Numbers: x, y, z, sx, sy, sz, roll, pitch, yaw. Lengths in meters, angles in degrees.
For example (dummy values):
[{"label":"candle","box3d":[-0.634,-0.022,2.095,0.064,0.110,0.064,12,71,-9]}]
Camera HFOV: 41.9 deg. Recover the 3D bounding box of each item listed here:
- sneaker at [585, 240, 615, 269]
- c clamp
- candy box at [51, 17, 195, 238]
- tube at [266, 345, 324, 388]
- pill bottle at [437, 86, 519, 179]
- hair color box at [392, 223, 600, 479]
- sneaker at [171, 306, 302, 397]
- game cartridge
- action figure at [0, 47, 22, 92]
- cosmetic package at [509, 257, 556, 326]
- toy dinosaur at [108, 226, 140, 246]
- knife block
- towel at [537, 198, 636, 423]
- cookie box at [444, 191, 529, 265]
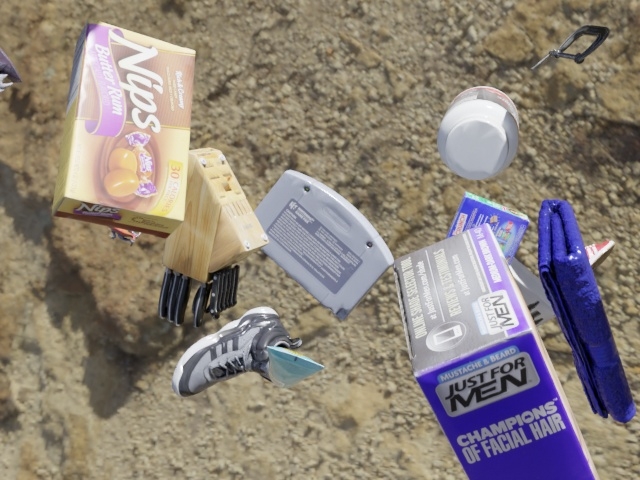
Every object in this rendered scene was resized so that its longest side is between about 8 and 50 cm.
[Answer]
[{"label":"sneaker","box3d":[0.461,0.024,1.476,0.118,0.042,0.067,-35,57,-20]},{"label":"c clamp","box3d":[0.528,-0.397,1.742,0.137,0.022,0.161,-46,20,-1]},{"label":"candy box","box3d":[-0.179,-0.104,0.778,0.053,0.109,0.186,-33,50,55]},{"label":"tube","box3d":[-0.044,0.179,1.196,0.080,0.207,0.052,15,75,-2]},{"label":"pill bottle","box3d":[0.353,-0.235,1.864,0.176,0.318,0.176,4,110,12]},{"label":"hair color box","box3d":[0.185,0.175,0.787,0.110,0.338,0.185,-24,26,11]},{"label":"sneaker","box3d":[-0.166,0.248,1.699,0.269,0.101,0.153,-35,39,-20]},{"label":"game cartridge","box3d":[0.000,0.000,1.737,0.294,0.060,0.196,42,111,8]},{"label":"action figure","box3d":[-0.626,-0.218,1.352,0.185,0.099,0.285,15,52,25]},{"label":"cosmetic package","box3d":[0.354,0.083,1.638,0.099,0.239,0.060,-38,24,34]},{"label":"toy dinosaur","box3d":[-0.416,-0.027,1.738,0.047,0.082,0.090,-59,7,-21]},{"label":"knife block","box3d":[-0.227,0.007,1.480,0.242,0.088,0.275,-29,87,26]},{"label":"towel","box3d":[0.406,0.108,1.315,0.076,0.308,0.227,-18,21,16]},{"label":"cookie box","box3d":[0.260,-0.015,1.318,0.107,0.040,0.091,22,105,1]}]
